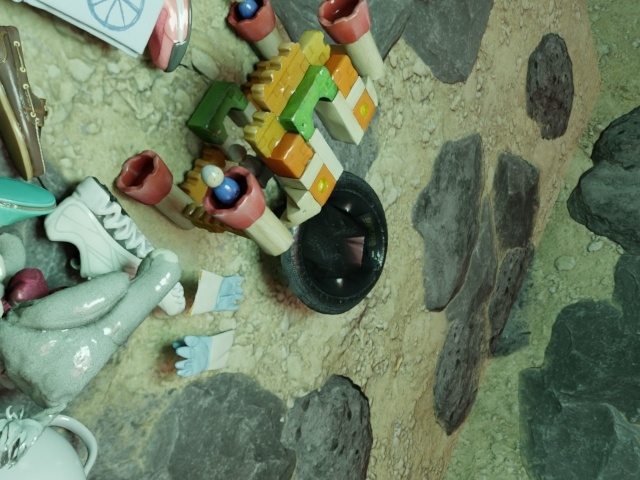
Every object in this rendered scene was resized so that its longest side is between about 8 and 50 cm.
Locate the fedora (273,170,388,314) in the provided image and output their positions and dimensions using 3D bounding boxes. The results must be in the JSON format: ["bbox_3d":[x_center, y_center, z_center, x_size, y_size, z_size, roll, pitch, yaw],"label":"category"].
[{"bbox_3d":[0.000,0.000,1.239,0.334,0.152,0.334,-11,105,-44],"label":"fedora"}]

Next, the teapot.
[{"bbox_3d":[-0.462,0.327,0.782,0.252,0.187,0.256,-29,149,-20],"label":"teapot"}]

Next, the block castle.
[{"bbox_3d":[-0.111,-0.222,0.949,0.453,0.303,0.213,-62,143,-17],"label":"block castle"}]

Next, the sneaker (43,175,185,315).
[{"bbox_3d":[-0.328,0.033,0.928,0.118,0.110,0.292,-40,129,-13],"label":"sneaker"}]

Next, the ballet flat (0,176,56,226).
[{"bbox_3d":[-0.485,-0.051,0.745,0.247,0.083,0.087,14,113,-49],"label":"ballet flat"}]

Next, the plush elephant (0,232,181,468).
[{"bbox_3d":[-0.404,0.099,0.750,0.255,0.272,0.330,44,31,-11],"label":"plush elephant"}]

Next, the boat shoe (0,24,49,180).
[{"bbox_3d":[-0.414,-0.188,0.781,0.073,0.073,0.207,-29,120,-39],"label":"boat shoe"}]

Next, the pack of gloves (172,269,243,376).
[{"bbox_3d":[-0.219,0.154,1.082,0.232,0.046,0.195,28,75,-76],"label":"pack of gloves"}]

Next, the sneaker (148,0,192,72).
[{"bbox_3d":[-0.285,-0.420,0.871,0.136,0.116,0.314,-12,110,-26],"label":"sneaker"}]

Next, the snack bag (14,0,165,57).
[{"bbox_3d":[-0.307,-0.443,0.702,0.342,0.037,0.323,15,104,-51],"label":"snack bag"}]
